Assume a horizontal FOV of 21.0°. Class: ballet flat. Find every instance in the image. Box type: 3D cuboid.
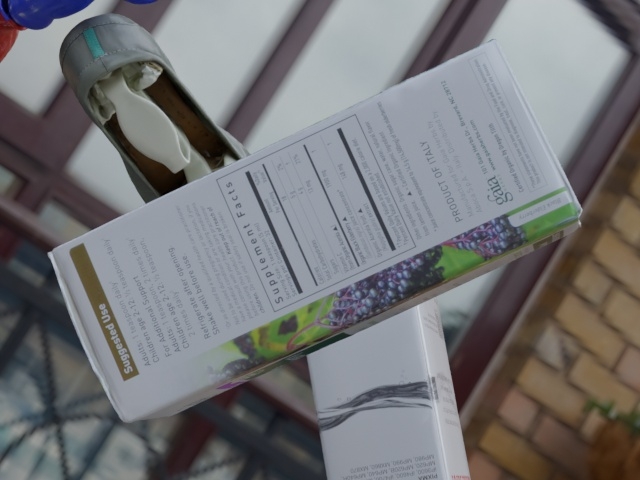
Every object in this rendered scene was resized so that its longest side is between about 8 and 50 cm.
[{"bbox_3d":[-0.087,-0.049,1.055,0.213,0.072,0.068,52,5,-41],"label":"ballet flat"}]

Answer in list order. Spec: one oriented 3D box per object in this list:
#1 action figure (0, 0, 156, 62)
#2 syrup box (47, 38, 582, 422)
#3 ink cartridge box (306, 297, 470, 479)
[{"bbox_3d":[-0.179,-0.175,1.002,0.280,0.091,0.139,-23,-62,34],"label":"action figure"},{"bbox_3d":[0.000,0.000,0.836,0.096,0.237,0.093,65,5,7],"label":"syrup box"},{"bbox_3d":[0.050,0.115,1.289,0.092,0.218,0.158,-13,-10,9],"label":"ink cartridge box"}]
